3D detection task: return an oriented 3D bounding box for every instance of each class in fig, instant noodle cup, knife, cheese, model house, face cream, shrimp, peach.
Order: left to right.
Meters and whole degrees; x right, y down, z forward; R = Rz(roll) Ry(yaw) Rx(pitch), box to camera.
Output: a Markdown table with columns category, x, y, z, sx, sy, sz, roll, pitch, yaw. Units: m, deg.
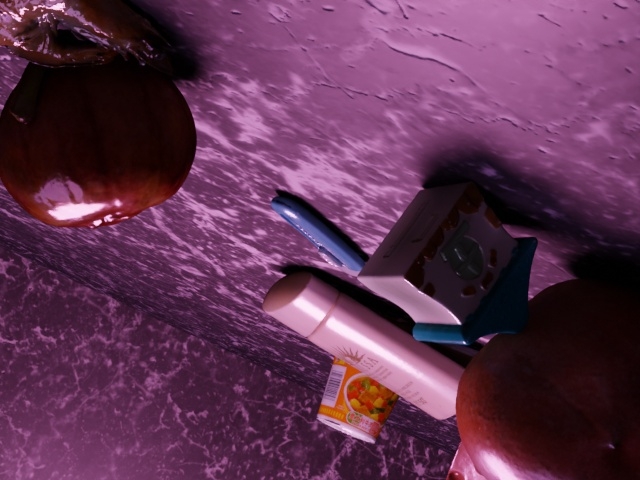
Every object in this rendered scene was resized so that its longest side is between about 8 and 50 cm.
| category | x | y | z | sx | sy | sz | roll | pitch | yaw |
| --- | --- | --- | --- | --- | --- | --- | --- | --- | --- |
| shrimp | -0.206 | -0.179 | 0.940 | 0.180 | 0.099 | 0.041 | 21 | -149 | -30 |
| fig | -0.219 | -0.108 | 1.043 | 0.205 | 0.205 | 0.205 | 23 | 167 | 5 |
| knife | 0.000 | 0.000 | 1.399 | 0.064 | 0.031 | 0.222 | 19 | 167 | 36 |
| instant noodle cup | 0.081 | 0.255 | 1.945 | 0.168 | 0.185 | 0.168 | 22 | 167 | 5 |
| face cream | 0.074 | 0.161 | 1.726 | 0.348 | 0.081 | 0.173 | 32 | 159 | -4 |
| knife | 0.184 | 0.165 | 1.743 | 0.343 | 0.027 | 0.061 | 20 | 151 | 25 |
| model house | 0.135 | 0.036 | 1.042 | 0.149 | 0.127 | 0.100 | 43 | 162 | -19 |
| cheese | 0.339 | 0.401 | 2.180 | 0.128 | 0.203 | 0.177 | 22 | 136 | 15 |
| peach | 0.265 | 0.164 | 1.083 | 0.252 | 0.252 | 0.252 | 23 | 167 | 5 |
